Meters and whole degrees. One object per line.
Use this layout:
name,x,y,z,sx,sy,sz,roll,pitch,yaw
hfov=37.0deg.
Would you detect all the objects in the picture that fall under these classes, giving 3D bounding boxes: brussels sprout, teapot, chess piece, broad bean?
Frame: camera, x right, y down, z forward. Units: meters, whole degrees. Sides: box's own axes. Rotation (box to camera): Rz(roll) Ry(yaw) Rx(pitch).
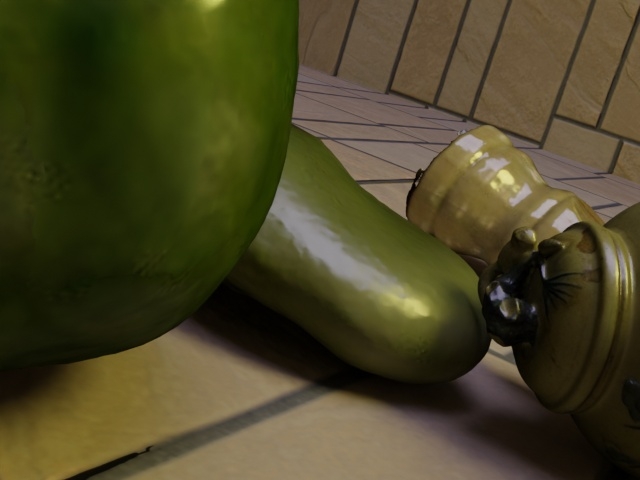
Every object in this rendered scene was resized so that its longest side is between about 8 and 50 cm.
brussels sprout,-0.169,-0.110,0.438,0.281,0.355,0.289,-16,-10,-17
teapot,0.182,0.050,0.541,0.182,0.173,0.269,11,-3,-5
chess piece,0.230,0.017,0.899,0.301,0.137,0.137,40,24,28
broad bean,0.000,0.000,0.639,0.263,0.121,0.189,29,13,32
